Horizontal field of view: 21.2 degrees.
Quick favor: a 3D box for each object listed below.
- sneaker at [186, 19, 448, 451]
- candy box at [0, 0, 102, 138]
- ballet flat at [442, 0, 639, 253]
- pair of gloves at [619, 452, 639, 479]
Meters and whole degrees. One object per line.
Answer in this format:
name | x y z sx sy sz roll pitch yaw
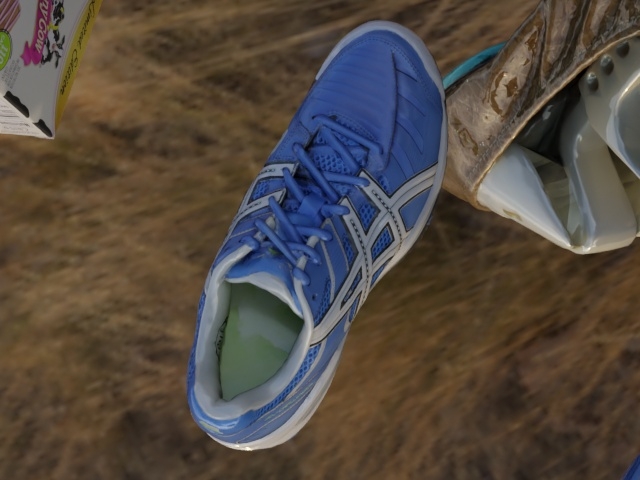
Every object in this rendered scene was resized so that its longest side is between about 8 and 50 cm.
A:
sneaker | 0.000 0.000 0.775 0.080 0.081 0.211 21 90 10
candy box | -0.262 -0.198 1.310 0.071 0.233 0.159 8 72 25
ballet flat | 0.141 -0.069 0.829 0.342 0.116 0.124 -47 59 58
pair of gloves | 0.171 0.114 0.823 0.023 0.198 0.159 28 104 22
